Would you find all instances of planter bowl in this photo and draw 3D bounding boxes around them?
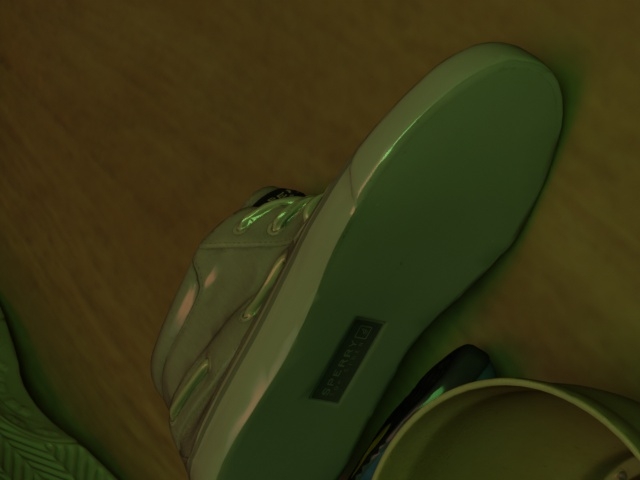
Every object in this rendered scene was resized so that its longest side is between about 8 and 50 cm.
[{"bbox_3d":[0.108,0.131,0.670,0.162,0.109,0.162,0,90,45],"label":"planter bowl"}]

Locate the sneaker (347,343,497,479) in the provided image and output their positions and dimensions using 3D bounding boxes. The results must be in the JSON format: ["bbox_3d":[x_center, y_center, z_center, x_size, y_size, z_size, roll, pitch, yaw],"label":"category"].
[{"bbox_3d":[0.036,0.143,0.786,0.082,0.069,0.209,33,108,6],"label":"sneaker"}]

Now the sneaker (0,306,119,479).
[{"bbox_3d":[-0.234,0.125,0.998,0.350,0.131,0.148,49,118,33],"label":"sneaker"}]

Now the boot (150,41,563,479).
[{"bbox_3d":[0.000,0.000,0.793,0.258,0.095,0.123,-56,40,17],"label":"boot"}]
